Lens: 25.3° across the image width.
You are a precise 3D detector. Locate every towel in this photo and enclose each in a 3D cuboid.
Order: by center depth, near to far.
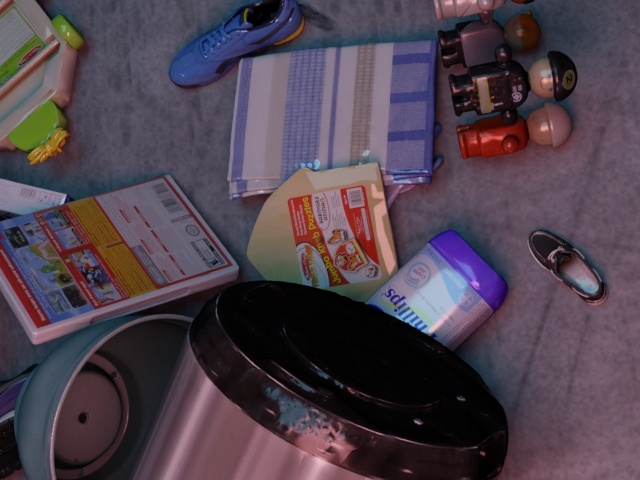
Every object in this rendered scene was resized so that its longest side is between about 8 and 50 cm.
[{"bbox_3d":[0.015,-0.158,1.870,0.285,0.034,0.209,-4,70,18],"label":"towel"}]

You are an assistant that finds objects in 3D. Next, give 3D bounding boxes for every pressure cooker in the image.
[{"bbox_3d":[-0.037,0.297,1.538,0.370,0.375,0.420,26,108,11],"label":"pressure cooker"}]

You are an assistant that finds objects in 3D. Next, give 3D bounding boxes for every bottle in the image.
[{"bbox_3d":[0.095,0.118,1.741,0.283,0.092,0.118,-43,67,2],"label":"bottle"}]

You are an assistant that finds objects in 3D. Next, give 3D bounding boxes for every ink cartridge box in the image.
[{"bbox_3d":[-0.421,-0.050,1.972,0.207,0.097,0.046,13,77,22],"label":"ink cartridge box"}]

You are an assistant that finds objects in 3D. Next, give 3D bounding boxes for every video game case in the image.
[{"bbox_3d":[-0.275,0.018,1.831,0.285,0.025,0.204,-17,49,-28],"label":"video game case"}]

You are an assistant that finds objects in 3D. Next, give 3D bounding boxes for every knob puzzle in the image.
[{"bbox_3d":[0.000,0.000,1.826,0.213,0.030,0.213,2,97,16],"label":"knob puzzle"}]

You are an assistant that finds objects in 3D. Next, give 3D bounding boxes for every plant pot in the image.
[{"bbox_3d":[-0.253,0.227,1.746,0.196,0.293,0.293,4,72,48],"label":"plant pot"}]

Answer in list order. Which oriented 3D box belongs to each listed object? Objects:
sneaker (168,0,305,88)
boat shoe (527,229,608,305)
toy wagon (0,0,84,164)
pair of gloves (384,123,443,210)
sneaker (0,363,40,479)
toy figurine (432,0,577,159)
[{"bbox_3d":[-0.125,-0.281,1.955,0.209,0.082,0.069,-25,68,11],"label":"sneaker"},{"bbox_3d":[0.297,0.029,1.730,0.046,0.038,0.125,-41,65,3],"label":"boat shoe"},{"bbox_3d":[-0.463,-0.231,2.063,0.267,0.068,0.344,-41,65,3],"label":"toy wagon"},{"bbox_3d":[0.062,-0.117,1.869,0.198,0.023,0.159,26,83,25],"label":"pair of gloves"},{"bbox_3d":[-0.454,0.257,1.901,0.283,0.107,0.124,-23,38,18],"label":"sneaker"},{"bbox_3d":[0.226,-0.219,1.745,0.148,0.213,0.209,-11,67,6],"label":"toy figurine"}]
